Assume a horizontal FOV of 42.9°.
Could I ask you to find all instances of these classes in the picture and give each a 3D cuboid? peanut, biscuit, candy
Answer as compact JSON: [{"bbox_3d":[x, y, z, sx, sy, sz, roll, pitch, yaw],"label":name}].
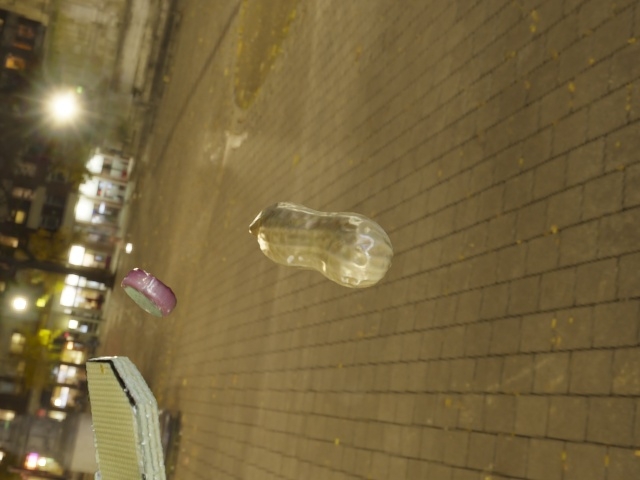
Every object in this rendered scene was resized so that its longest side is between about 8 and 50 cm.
[{"bbox_3d":[0.000,0.000,1.406,0.298,0.136,0.120,15,104,34],"label":"peanut"},{"bbox_3d":[-0.280,0.293,1.184,0.150,0.052,0.252,-12,85,48],"label":"biscuit"},{"bbox_3d":[-0.298,0.092,1.425,0.043,0.103,0.103,-51,5,-23],"label":"candy"}]
